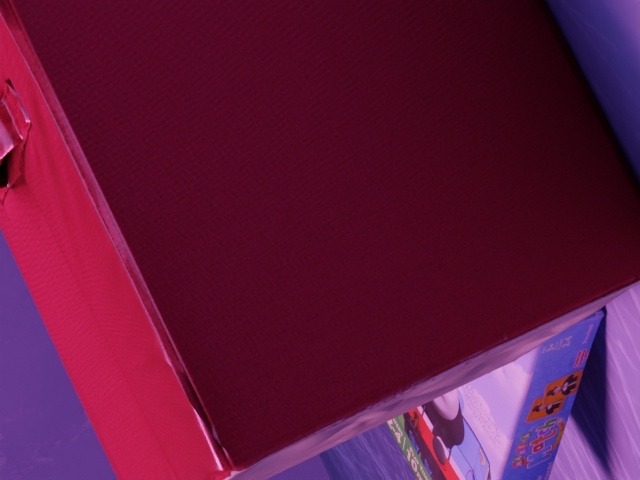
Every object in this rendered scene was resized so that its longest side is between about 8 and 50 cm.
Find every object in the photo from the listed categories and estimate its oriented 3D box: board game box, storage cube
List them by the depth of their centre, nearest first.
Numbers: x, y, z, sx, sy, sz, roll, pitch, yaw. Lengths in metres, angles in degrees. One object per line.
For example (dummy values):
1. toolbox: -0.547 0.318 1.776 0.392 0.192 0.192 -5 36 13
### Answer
1. storage cube: -0.015 -0.019 0.766 0.193 0.215 0.183 63 161 7
2. board game box: 0.068 0.043 0.973 0.211 0.039 0.160 99 149 -50

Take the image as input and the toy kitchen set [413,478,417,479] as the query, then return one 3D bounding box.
1. toy kitchen set: 0.096 0.204 1.515 0.083 0.068 0.075 62 174 24
